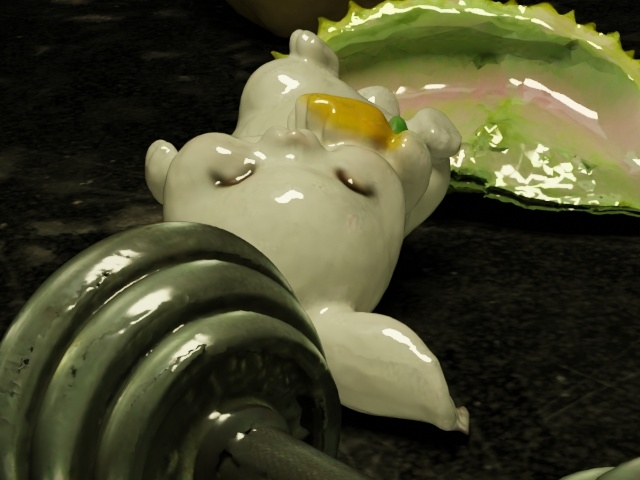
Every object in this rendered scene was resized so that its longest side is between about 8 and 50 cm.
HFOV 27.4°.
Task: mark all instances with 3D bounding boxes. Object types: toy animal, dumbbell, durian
[{"bbox_3d":[-0.006,-0.004,0.817,0.208,0.154,0.325,13,40,-18],"label":"toy animal"},{"bbox_3d":[0.022,0.112,0.492,0.179,0.179,0.406,-22,29,-38],"label":"dumbbell"},{"bbox_3d":[0.112,-0.095,1.019,0.351,0.158,0.169,5,36,9],"label":"durian"}]

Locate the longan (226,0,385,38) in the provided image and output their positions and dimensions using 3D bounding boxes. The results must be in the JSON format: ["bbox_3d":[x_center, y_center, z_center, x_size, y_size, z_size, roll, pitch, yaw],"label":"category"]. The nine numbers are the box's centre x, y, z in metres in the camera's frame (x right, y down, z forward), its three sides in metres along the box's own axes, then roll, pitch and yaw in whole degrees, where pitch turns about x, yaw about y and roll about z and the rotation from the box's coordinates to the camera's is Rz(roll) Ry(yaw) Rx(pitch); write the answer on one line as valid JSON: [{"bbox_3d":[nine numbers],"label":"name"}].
[{"bbox_3d":[-0.016,-0.381,1.571,0.288,0.288,0.350,-11,13,-21],"label":"longan"}]
